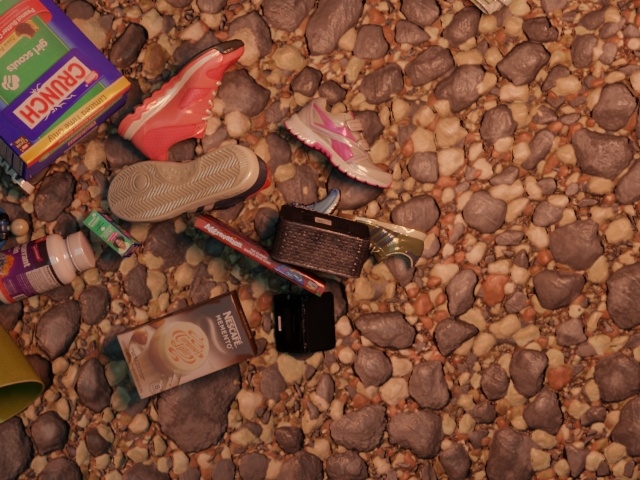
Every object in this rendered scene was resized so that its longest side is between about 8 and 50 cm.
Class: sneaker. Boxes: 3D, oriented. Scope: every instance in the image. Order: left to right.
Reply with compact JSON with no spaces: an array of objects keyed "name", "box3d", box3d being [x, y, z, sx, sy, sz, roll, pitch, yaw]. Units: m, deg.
[{"name":"sneaker","box3d":[-0.637,-0.208,1.904,0.106,0.078,0.234,-41,92,-5]},{"name":"sneaker","box3d":[-0.258,-0.102,1.887,0.350,0.148,0.131,-8,81,23]},{"name":"sneaker","box3d":[-0.258,-0.281,1.896,0.314,0.116,0.136,-39,101,7]},{"name":"sneaker","box3d":[-0.026,-0.058,1.910,0.162,0.063,0.073,-40,88,0]},{"name":"sneaker","box3d":[0.052,-0.200,1.887,0.252,0.103,0.111,37,92,-1]},{"name":"sneaker","box3d":[0.119,0.004,1.908,0.192,0.064,0.086,13,86,-3]}]

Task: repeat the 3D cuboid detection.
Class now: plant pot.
[{"name":"plant pot","box3d":[-0.734,0.218,1.837,0.275,0.275,0.293,-30,75,1]}]

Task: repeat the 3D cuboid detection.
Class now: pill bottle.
[{"name":"pill bottle","box3d":[-0.562,0.049,1.889,0.193,0.108,0.108,-19,91,0]}]

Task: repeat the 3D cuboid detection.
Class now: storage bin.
[{"name":"storage bin","box3d":[0.000,0.000,1.825,0.180,0.122,0.084,14,107,-5]}]

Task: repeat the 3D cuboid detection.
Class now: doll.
[{"name":"doll","box3d":[-0.696,-0.018,1.918,0.189,0.046,0.129,-5,82,-6]}]

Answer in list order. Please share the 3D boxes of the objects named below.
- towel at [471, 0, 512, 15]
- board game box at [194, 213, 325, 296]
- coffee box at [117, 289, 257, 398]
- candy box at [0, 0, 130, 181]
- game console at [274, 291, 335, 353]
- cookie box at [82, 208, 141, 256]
[{"name":"towel","box3d":[0.339,-0.688,1.885,0.320,0.090,0.374,36,91,-1]},{"name":"board game box","box3d":[-0.116,0.027,1.870,0.281,0.145,0.027,30,91,-1]},{"name":"coffee box","box3d":[-0.267,0.208,1.896,0.246,0.098,0.141,-21,91,0]},{"name":"candy box","box3d":[-0.582,-0.324,1.838,0.317,0.122,0.268,47,69,-3]},{"name":"game console","box3d":[-0.033,0.168,1.936,0.107,0.071,0.122,0,95,30]},{"name":"cookie box","box3d":[-0.423,-0.014,1.896,0.107,0.092,0.040,40,88,-1]}]
